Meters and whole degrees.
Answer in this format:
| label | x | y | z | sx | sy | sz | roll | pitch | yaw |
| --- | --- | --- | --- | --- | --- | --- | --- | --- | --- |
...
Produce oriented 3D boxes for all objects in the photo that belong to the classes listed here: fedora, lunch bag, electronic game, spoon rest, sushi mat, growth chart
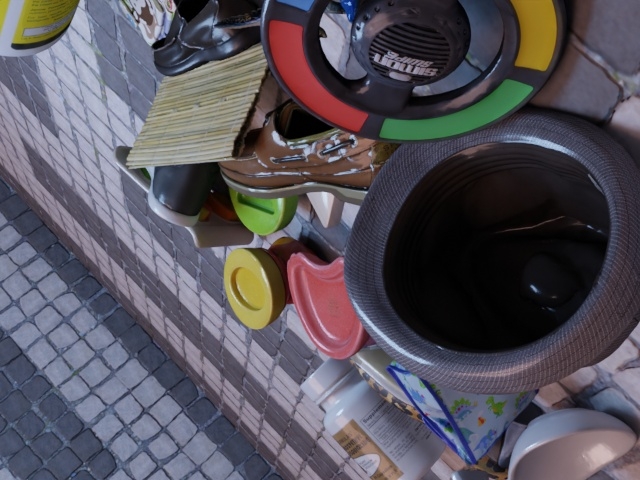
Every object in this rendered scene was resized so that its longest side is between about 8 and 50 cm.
| label | x | y | z | sx | sy | sz | roll | pitch | yaw |
| --- | --- | --- | --- | --- | --- | --- | --- | --- | --- |
| fedora | 0.164 | 0.018 | 0.685 | 0.275 | 0.244 | 0.124 | 13 | 167 | 48 |
| lunch bag | 0.174 | 0.166 | 0.946 | 0.151 | 0.129 | 0.096 | 52 | 162 | -10 |
| electronic game | 0.068 | -0.153 | 0.613 | 0.229 | 0.048 | 0.229 | 4 | 147 | 2 |
| spoon rest | 0.250 | 0.268 | 0.934 | 0.276 | 0.137 | 0.084 | 125 | 144 | -51 |
| sushi mat | -0.153 | -0.162 | 1.006 | 0.019 | 0.151 | 0.316 | 30 | 165 | -32 |
| growth chart | -0.253 | -0.336 | 1.086 | 0.237 | 0.021 | 0.172 | 46 | 158 | 9 |

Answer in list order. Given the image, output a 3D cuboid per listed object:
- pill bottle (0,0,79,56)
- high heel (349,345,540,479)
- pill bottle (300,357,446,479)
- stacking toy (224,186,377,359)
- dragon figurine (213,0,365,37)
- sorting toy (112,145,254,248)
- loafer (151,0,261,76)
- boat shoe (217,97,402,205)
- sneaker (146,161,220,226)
| label | x | y | z | sx | sy | sz | roll | pitch | yaw |
| --- | --- | --- | --- | --- | --- | --- | --- | --- | --- |
| pill bottle | -0.351 | -0.379 | 0.950 | 0.188 | 0.188 | 0.334 | 51 | 144 | -3 |
| high heel | 0.153 | 0.240 | 1.092 | 0.261 | 0.093 | 0.186 | 20 | 143 | 16 |
| pill bottle | 0.080 | 0.286 | 1.302 | 0.229 | 0.131 | 0.131 | 47 | 157 | 7 |
| stacking toy | 0.000 | 0.000 | 1.103 | 0.309 | 0.130 | 0.279 | 17 | 115 | 47 |
| dragon figurine | 0.001 | -0.246 | 0.676 | 0.289 | 0.085 | 0.144 | 14 | 137 | 47 |
| sorting toy | -0.207 | -0.074 | 1.279 | 0.208 | 0.038 | 0.193 | 46 | -164 | 14 |
| loafer | -0.138 | -0.251 | 0.949 | 0.220 | 0.080 | 0.078 | 0 | 121 | 51 |
| boat shoe | -0.013 | -0.113 | 0.895 | 0.307 | 0.111 | 0.104 | 6 | 135 | 43 |
| sneaker | -0.193 | -0.148 | 1.190 | 0.104 | 0.147 | 0.296 | 23 | -160 | -26 |
